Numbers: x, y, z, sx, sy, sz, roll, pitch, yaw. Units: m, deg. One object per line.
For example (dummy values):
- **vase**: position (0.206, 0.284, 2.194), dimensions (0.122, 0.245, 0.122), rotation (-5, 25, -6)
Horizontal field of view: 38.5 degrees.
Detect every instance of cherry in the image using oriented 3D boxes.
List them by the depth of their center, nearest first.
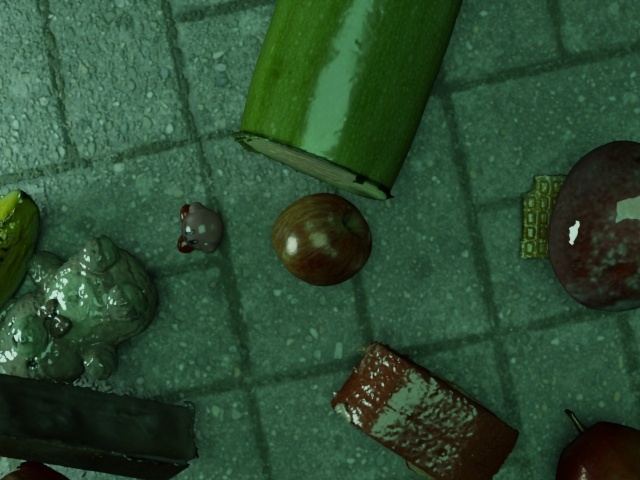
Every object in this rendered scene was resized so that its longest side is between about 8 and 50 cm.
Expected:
- **cherry**: position (0.461, -0.029, 1.343), dimensions (0.236, 0.213, 0.285), rotation (34, 102, 10)

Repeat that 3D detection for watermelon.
- **watermelon**: position (-0.538, 0.051, 1.431), dimensions (0.123, 0.129, 0.301), rotation (34, 86, 0)

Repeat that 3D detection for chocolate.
- **chocolate**: position (-0.350, 0.290, 1.374), dimensions (0.321, 0.112, 0.112), rotation (14, 50, -20)

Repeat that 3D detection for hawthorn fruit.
- **hawthorn fruit**: position (0.424, 0.352, 1.360), dimensions (0.197, 0.196, 0.225), rotation (-25, 73, 2)

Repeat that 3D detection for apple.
- **apple**: position (0.000, 0.000, 1.400), dimensions (0.131, 0.146, 0.146), rotation (-31, 88, 25)

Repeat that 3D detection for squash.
- **squash**: position (0.046, -0.276, 1.342), dimensions (0.263, 0.263, 0.384), rotation (19, 91, 3)

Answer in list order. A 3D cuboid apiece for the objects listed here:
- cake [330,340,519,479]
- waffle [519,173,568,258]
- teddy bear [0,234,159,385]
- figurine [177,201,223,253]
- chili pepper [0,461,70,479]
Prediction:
- **cake**: position (0.154, 0.270, 1.371), dimensions (0.283, 0.177, 0.151), rotation (35, 91, 1)
- **waffle**: position (0.359, -0.037, 1.441), dimensions (0.092, 0.021, 0.135), rotation (0, 89, 3)
- **teddy bear**: position (-0.382, 0.118, 1.414), dimensions (0.267, 0.151, 0.236), rotation (-31, 72, -1)
- **figurine**: position (-0.187, -0.020, 1.445), dimensions (0.067, 0.071, 0.083), rotation (-14, 98, -39)
- **chili pepper**: position (-0.386, 0.499, 1.352), dimensions (0.305, 0.251, 0.229), rotation (36, 92, 5)
